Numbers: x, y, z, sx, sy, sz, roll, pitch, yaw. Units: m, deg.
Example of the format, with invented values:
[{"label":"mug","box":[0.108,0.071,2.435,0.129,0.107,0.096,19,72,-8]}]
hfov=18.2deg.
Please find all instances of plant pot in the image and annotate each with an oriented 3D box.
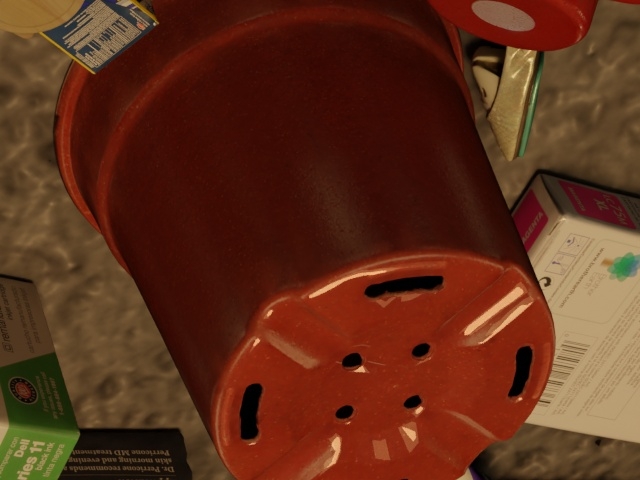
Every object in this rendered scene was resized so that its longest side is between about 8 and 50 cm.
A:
[{"label":"plant pot","box":[0.000,0.000,1.190,0.272,0.265,0.272,-11,133,-12]}]

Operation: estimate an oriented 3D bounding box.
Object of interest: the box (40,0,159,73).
[{"label":"box","box":[-0.168,-0.167,1.116,0.054,0.059,0.169,-37,133,17]}]

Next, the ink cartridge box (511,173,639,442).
[{"label":"ink cartridge box","box":[0.246,0.065,1.488,0.311,0.065,0.186,14,124,-28]}]

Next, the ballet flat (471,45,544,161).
[{"label":"ballet flat","box":[0.123,-0.128,1.283,0.052,0.057,0.168,13,125,4]}]

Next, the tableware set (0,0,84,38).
[{"label":"tableware set","box":[-0.217,-0.131,1.081,0.168,0.020,0.141,-37,135,22]}]

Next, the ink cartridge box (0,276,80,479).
[{"label":"ink cartridge box","box":[-0.272,0.085,1.238,0.208,0.153,0.087,12,124,-31]}]

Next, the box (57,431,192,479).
[{"label":"box","box":[-0.235,0.298,1.333,0.343,0.312,0.179,3,129,-23]}]

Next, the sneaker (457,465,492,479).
[{"label":"sneaker","box":[0.159,0.239,1.561,0.322,0.130,0.236,-15,138,-1]}]

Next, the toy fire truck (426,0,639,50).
[{"label":"toy fire truck","box":[0.077,-0.236,1.044,0.254,0.302,0.169,24,76,-16]}]
